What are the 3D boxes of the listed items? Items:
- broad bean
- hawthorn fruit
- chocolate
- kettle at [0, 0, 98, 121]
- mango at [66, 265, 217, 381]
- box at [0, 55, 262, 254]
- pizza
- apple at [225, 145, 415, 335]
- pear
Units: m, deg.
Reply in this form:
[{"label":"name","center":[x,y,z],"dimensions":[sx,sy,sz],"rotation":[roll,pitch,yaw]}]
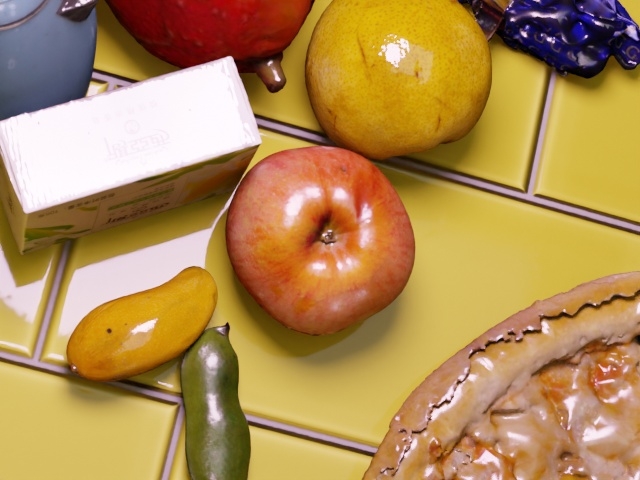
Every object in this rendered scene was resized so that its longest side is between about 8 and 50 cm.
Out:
[{"label":"broad bean","center":[-0.122,0.243,1.789],"dimensions":[0.098,0.056,0.318],"rotation":[12,77,-9]},{"label":"hawthorn fruit","center":[-0.109,-0.303,1.812],"dimensions":[0.265,0.265,0.307],"rotation":[-28,83,-16]},{"label":"chocolate","center":[0.220,-0.278,1.953],"dimensions":[0.343,0.126,0.148],"rotation":[28,65,-10]},{"label":"kettle","center":[-0.382,-0.245,1.699],"dimensions":[0.319,0.342,0.247],"rotation":[9,76,-9]},{"label":"mango","center":[-0.188,0.093,1.797],"dimensions":[0.190,0.075,0.098],"rotation":[-28,54,-24]},{"label":"box","center":[-0.209,-0.088,1.775],"dimensions":[0.260,0.194,0.111],"rotation":[-20,82,-14]},{"label":"pizza","center":[0.220,0.251,1.845],"dimensions":[0.392,0.080,0.435],"rotation":[-1,76,-12]},{"label":"apple","center":[0.000,0.000,1.806],"dimensions":[0.209,0.164,0.209],"rotation":[0,89,-15]},{"label":"pear","center":[0.084,-0.193,1.851],"dimensions":[0.209,0.209,0.209],"rotation":[3,77,-11]}]
